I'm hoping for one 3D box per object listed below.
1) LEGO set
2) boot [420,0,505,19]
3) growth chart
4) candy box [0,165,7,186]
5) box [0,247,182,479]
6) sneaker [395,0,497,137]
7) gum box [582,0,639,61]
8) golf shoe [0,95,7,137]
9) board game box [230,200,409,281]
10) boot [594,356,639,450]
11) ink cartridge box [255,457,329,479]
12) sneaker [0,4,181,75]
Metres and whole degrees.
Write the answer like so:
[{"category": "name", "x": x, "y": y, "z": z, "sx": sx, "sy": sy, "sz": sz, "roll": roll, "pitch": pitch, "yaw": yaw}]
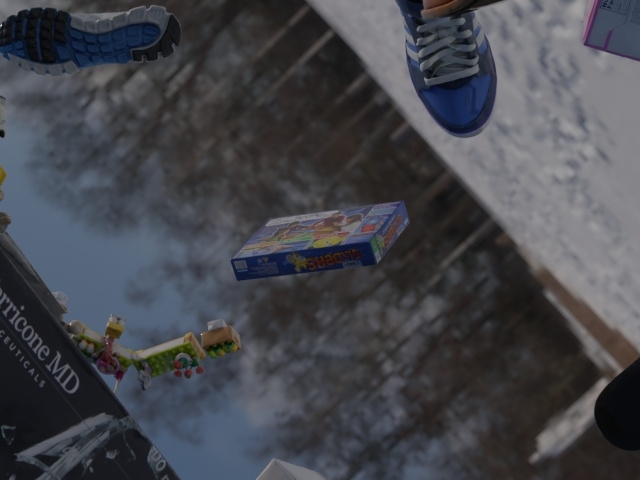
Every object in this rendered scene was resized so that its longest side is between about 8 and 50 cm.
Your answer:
[{"category": "LEGO set", "x": -0.261, "y": 0.169, "z": 2.251, "sx": 0.287, "sy": 0.132, "sz": 0.107, "roll": 11, "pitch": -149, "yaw": -4}, {"category": "boot", "x": 0.146, "y": -0.352, "z": 1.603, "sx": 0.220, "sy": 0.109, "sz": 0.283, "roll": 68, "pitch": 163, "yaw": 5}, {"category": "growth chart", "x": -0.356, "y": 0.036, "z": 1.681, "sx": 0.237, "sy": 0.172, "sz": 0.021, "roll": 65, "pitch": -148, "yaw": -41}, {"category": "candy box", "x": -0.457, "y": -0.137, "z": 1.860, "sx": 0.206, "sy": 0.105, "sz": 0.027, "roll": 62, "pitch": -142, "yaw": -43}, {"category": "box", "x": -0.420, "y": 0.310, "z": 1.569, "sx": 0.297, "sy": 0.471, "sz": 0.480, "roll": 4, "pitch": 138, "yaw": 43}, {"category": "sneaker", "x": 0.165, "y": -0.313, "z": 2.294, "sx": 0.236, "sy": 0.130, "sz": 0.322, "roll": 6, "pitch": -106, "yaw": -77}, {"category": "gum box", "x": 0.289, "y": -0.257, "z": 1.438, "sx": 0.062, "sy": 0.188, "sz": 0.107, "roll": 17, "pitch": -159, "yaw": 2}, {"category": "golf shoe", "x": -0.469, "y": -0.121, "z": 2.029, "sx": 0.069, "sy": 0.176, "sz": 0.086, "roll": 31, "pitch": -152, "yaw": -50}, {"category": "board game box", "x": 0.000, "y": 0.000, "z": 2.079, "sx": 0.136, "sy": 0.201, "sz": 0.035, "roll": -48, "pitch": -54, "yaw": -57}, {"category": "boot", "x": 0.427, "y": 0.106, "z": 1.695, "sx": 0.112, "sy": 0.305, "sz": 0.115, "roll": 56, "pitch": -153, "yaw": 10}, {"category": "ink cartridge box", "x": -0.045, "y": 0.399, "z": 1.856, "sx": 0.168, "sy": 0.232, "sz": 0.171, "roll": 42, "pitch": -177, "yaw": 23}, {"category": "sneaker", "x": -0.242, "y": -0.208, "z": 1.674, "sx": 0.083, "sy": 0.191, "sz": 0.071, "roll": -141, "pitch": 50, "yaw": -82}]
